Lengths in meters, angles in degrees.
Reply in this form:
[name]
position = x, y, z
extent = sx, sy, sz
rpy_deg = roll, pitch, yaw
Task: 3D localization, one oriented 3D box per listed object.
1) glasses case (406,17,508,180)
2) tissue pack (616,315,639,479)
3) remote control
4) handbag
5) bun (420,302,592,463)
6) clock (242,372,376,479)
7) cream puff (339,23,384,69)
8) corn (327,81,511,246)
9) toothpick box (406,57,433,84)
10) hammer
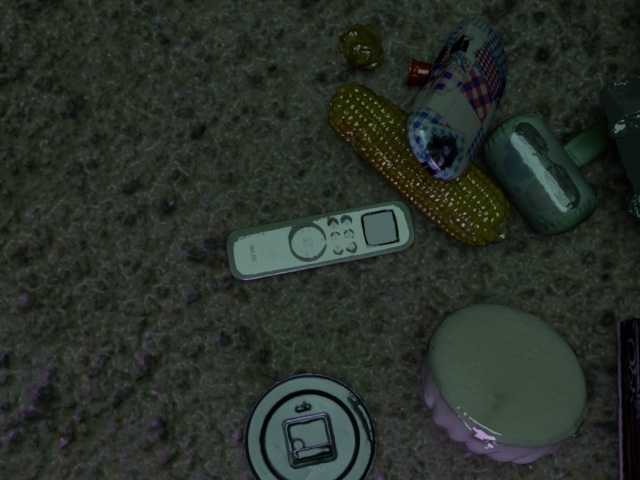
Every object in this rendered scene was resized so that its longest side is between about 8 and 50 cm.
[glasses case]
position = 0.221, -0.226, 1.668
extent = 0.125, 0.076, 0.327
rpy_deg = 53, 46, -26
[tissue pack]
position = 0.557, 0.299, 1.602
extent = 0.210, 0.198, 0.370
rpy_deg = 0, 83, -2
[remote control]
position = 0.000, 0.001, 1.745
extent = 0.309, 0.038, 0.090
rpy_deg = -10, 83, 1
[handbag]
position = 0.573, -0.153, 1.602
extent = 0.260, 0.079, 0.247
rpy_deg = -17, 99, 19
[bun]
position = 0.267, 0.245, 1.649
extent = 0.263, 0.175, 0.263
rpy_deg = 10, 49, -12
[clock]
position = -0.016, 0.321, 1.702
extent = 0.215, 0.042, 0.215
rpy_deg = 0, 83, 3
[cream puff]
position = 0.070, -0.321, 1.777
extent = 0.083, 0.083, 0.058
rpy_deg = 37, 130, -4
[corn]
position = 0.161, -0.123, 1.712
extent = 0.363, 0.120, 0.120
rpy_deg = 42, 86, 5
[toothpick box]
position = 0.188, -0.275, 1.768
extent = 0.083, 0.047, 0.047
rpy_deg = 11, 83, 3
[hammer]
position = 0.440, -0.162, 1.718
extent = 0.335, 0.119, 0.206
rpy_deg = -32, 84, -9
